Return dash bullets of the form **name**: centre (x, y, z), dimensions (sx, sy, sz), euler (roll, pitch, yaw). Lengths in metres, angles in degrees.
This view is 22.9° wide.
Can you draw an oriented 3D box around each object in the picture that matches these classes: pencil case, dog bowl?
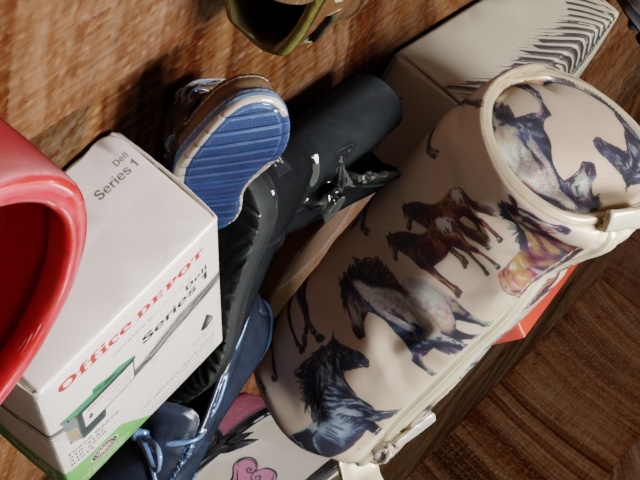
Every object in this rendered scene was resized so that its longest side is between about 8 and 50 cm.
- **pencil case**: centre (0.103, 0.033, 1.295), dimensions (0.160, 0.183, 0.410), euler (-14, 154, -41)
- **dog bowl**: centre (-0.132, 0.338, 1.698), dimensions (0.408, 0.150, 0.408), euler (-46, 165, -16)

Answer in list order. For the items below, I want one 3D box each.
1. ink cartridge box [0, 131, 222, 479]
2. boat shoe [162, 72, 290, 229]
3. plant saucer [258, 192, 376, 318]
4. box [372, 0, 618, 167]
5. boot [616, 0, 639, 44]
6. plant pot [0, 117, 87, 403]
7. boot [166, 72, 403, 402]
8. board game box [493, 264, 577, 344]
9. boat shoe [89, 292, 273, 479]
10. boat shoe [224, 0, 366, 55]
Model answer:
- **ink cartridge box**: centre (-0.147, 0.053, 1.016), dimensions (0.160, 0.092, 0.219), euler (-46, 166, -19)
- **boat shoe**: centre (-0.071, -0.066, 0.995), dimensions (0.066, 0.066, 0.183), euler (-6, 160, -23)
- **plant saucer**: centre (0.000, 0.000, 1.465), dimensions (0.198, 0.036, 0.198), euler (-47, 166, -15)
- **box**: centre (0.153, -0.152, 1.427), dimensions (0.275, 0.094, 0.113), euler (-37, 162, -44)
- **boot**: centre (0.416, -0.344, 1.737), dimensions (0.223, 0.118, 0.338), euler (-32, -166, 26)
- **plant pot**: centre (-0.202, 0.003, 0.538), dimensions (0.191, 0.174, 0.191), euler (-46, 165, -16)
- **boot**: centre (-0.038, -0.002, 1.213), dimensions (0.207, 0.094, 0.246), euler (-33, 155, -47)
- **board game box**: centre (0.158, 0.013, 1.608), dimensions (0.242, 0.064, 0.316), euler (-17, -161, 40)
- **boat shoe**: centre (-0.136, 0.139, 1.318), dimensions (0.258, 0.109, 0.089), euler (-63, 163, -18)
- **boat shoe**: centre (-0.013, -0.171, 0.816), dimensions (0.104, 0.111, 0.307), euler (-50, 166, -5)
